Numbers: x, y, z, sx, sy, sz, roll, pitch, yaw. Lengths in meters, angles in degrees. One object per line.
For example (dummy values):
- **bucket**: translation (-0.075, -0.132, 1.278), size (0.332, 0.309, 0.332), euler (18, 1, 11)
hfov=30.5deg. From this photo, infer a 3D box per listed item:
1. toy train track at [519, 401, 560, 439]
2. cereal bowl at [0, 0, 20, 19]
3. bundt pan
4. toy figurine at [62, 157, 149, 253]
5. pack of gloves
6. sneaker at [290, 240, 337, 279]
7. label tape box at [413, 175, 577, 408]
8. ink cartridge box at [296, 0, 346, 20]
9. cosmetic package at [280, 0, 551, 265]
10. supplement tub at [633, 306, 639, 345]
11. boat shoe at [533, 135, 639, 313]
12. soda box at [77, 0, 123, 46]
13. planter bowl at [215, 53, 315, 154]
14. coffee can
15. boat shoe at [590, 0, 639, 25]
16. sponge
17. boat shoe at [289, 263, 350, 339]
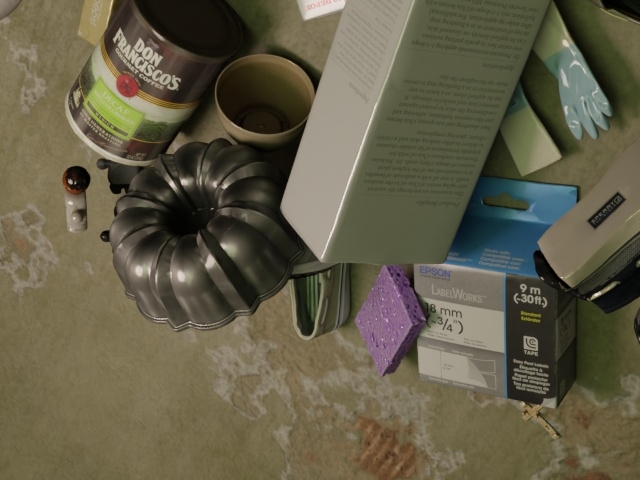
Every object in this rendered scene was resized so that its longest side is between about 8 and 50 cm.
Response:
- **toy train track**: translation (0.361, 0.298, 1.941), size (0.083, 0.014, 0.048), euler (44, 128, 7)
- **cereal bowl**: translation (-0.701, -0.549, 2.160), size (0.339, 0.141, 0.339), euler (14, 119, 27)
- **bundt pan**: translation (-0.190, -0.027, 1.848), size (0.331, 0.331, 0.124), euler (12, 153, 28)
- **toy figurine**: translation (-0.344, -0.082, 2.096), size (0.209, 0.213, 0.148), euler (33, 140, 20)
- **pack of gloves**: translation (0.321, -0.234, 1.722), size (0.195, 0.046, 0.232), euler (-27, 92, 49)
- **sneaker**: translation (0.000, 0.000, 1.913), size (0.100, 0.271, 0.108), euler (168, 85, -73)
- **label tape box**: translation (0.272, 0.075, 1.840), size (0.240, 0.106, 0.334), euler (8, 116, 30)
- **ink cartridge box**: translation (0.028, -0.435, 1.750), size (0.128, 0.127, 0.176), euler (-8, 106, 34)
- **cosmetic package**: translation (0.128, -0.194, 1.684), size (0.161, 0.230, 0.453), euler (50, 130, 47)
- **supplement tub**: translation (0.572, 0.041, 1.577), size (0.193, 0.193, 0.316), euler (33, 125, 17)
- **boat shoe**: translation (0.471, -0.037, 1.670), size (0.340, 0.158, 0.127), euler (-41, 44, 18)
- **soda box**: translation (-0.369, -0.429, 2.052), size (0.061, 0.058, 0.181), euler (33, 124, 16)
- **planter bowl**: translation (-0.094, -0.209, 1.928), size (0.162, 0.162, 0.109), euler (36, 152, 14)
- **coffee can**: translation (-0.283, -0.287, 1.971), size (0.201, 0.201, 0.275), euler (46, 128, 7)
- **boat shoe**: translation (0.405, -0.356, 1.568), size (0.305, 0.091, 0.109), euler (29, 124, 19)
- **sponge**: translation (0.113, 0.132, 1.939), size (0.210, 0.031, 0.117), euler (111, 140, -58)
- **boat shoe**: translation (-0.005, 0.029, 2.003), size (0.109, 0.094, 0.302), euler (6, 114, 31)
